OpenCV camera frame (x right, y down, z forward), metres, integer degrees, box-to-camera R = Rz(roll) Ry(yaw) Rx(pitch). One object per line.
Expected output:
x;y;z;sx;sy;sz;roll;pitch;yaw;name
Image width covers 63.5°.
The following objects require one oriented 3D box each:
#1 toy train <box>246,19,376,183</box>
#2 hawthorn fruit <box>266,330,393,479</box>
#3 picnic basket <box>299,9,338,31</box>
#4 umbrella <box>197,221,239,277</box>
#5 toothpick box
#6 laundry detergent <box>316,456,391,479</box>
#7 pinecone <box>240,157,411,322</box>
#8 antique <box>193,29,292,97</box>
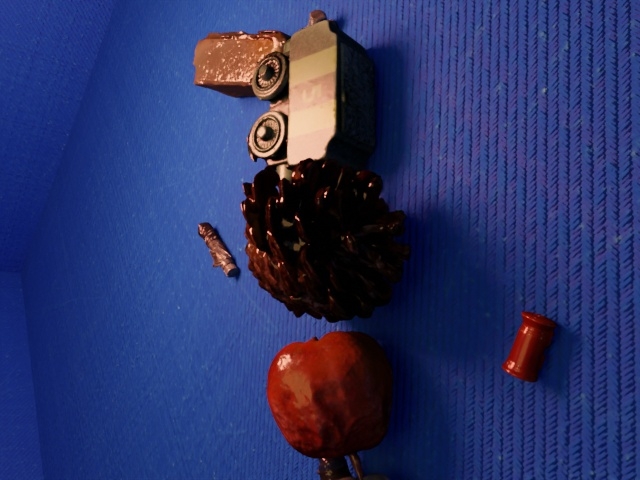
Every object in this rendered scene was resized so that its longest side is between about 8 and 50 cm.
-0.012;-0.250;0.983;0.238;0.167;0.299;-4;81;38;toy train
0.026;0.270;0.815;0.207;0.207;0.243;-35;65;40;hawthorn fruit
-0.003;-0.430;1.071;0.065;0.083;0.083;57;162;30;picnic basket
-0.257;0.025;1.290;0.050;0.046;0.188;-54;52;18;umbrella
0.271;0.135;0.667;0.047;0.047;0.083;26;102;48;toothpick box
0.061;0.463;0.807;0.215;0.105;0.280;-36;56;40;laundry detergent
0.005;-0.004;0.834;0.296;0.298;0.242;3;48;41;pinecone
-0.153;-0.404;1.194;0.284;0.150;0.125;14;98;41;antique
